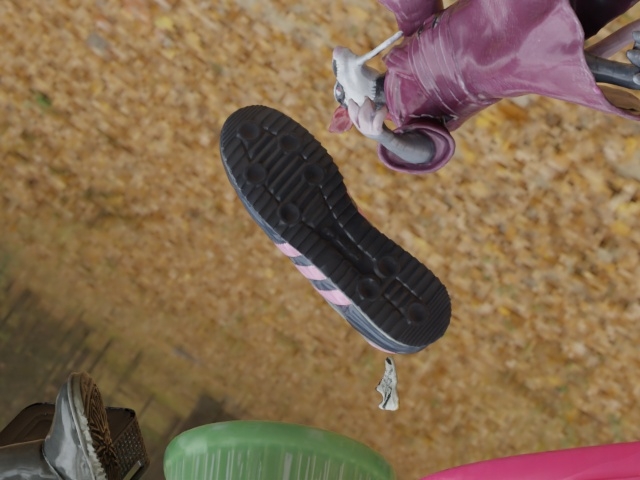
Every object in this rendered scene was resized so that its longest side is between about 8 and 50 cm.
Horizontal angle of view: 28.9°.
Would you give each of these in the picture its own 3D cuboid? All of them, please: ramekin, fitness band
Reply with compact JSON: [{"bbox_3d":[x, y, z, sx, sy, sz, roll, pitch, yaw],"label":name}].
[{"bbox_3d":[-0.059,0.357,1.572,0.303,0.148,0.303,5,148,3],"label":"ramekin"},{"bbox_3d":[0.209,0.207,0.977,0.290,0.054,0.209,-8,159,13],"label":"fitness band"}]

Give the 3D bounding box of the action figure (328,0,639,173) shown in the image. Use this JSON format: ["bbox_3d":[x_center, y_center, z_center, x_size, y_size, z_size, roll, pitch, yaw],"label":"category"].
[{"bbox_3d":[0.145,-0.179,1.132,0.275,0.248,0.370,15,158,-32],"label":"action figure"}]

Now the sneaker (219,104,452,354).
[{"bbox_3d":[0.000,0.000,1.328,0.319,0.112,0.131,51,162,5],"label":"sneaker"}]

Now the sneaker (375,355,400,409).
[{"bbox_3d":[0.101,0.219,1.906,0.036,0.083,0.032,-5,167,6],"label":"sneaker"}]

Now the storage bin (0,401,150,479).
[{"bbox_3d":[-0.330,0.283,1.631,0.180,0.122,0.084,0,117,25],"label":"storage bin"}]

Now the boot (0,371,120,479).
[{"bbox_3d":[-0.317,0.218,1.244,0.208,0.076,0.190,-3,123,2],"label":"boot"}]
